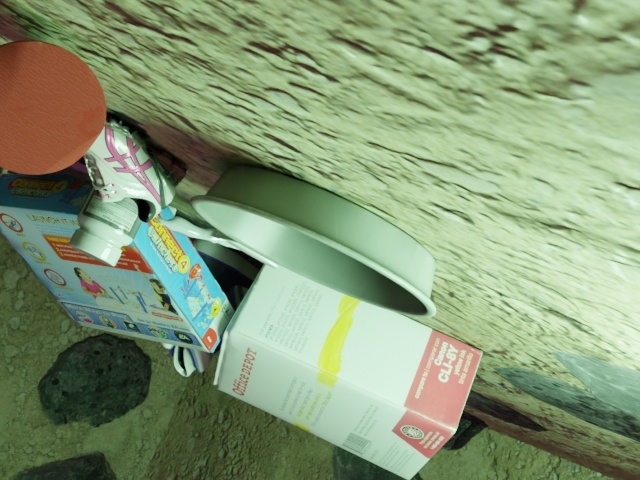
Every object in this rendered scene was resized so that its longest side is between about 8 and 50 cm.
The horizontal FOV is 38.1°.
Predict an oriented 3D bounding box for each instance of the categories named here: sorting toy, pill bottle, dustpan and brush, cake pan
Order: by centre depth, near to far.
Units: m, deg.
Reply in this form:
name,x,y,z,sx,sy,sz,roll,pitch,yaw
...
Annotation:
name,x,y,z,sx,sy,sz,roll,pitch,yaw
sorting toy,-0.347,-0.199,0.776,0.366,0.127,0.126,33,-163,-27
cake pan,0.000,0.000,1.016,0.293,0.054,0.293,24,170,4
pill bottle,-0.266,-0.041,1.202,0.078,0.137,0.078,24,171,4
dustpan and brush,-0.117,-0.004,1.261,0.211,0.060,0.147,28,170,-17

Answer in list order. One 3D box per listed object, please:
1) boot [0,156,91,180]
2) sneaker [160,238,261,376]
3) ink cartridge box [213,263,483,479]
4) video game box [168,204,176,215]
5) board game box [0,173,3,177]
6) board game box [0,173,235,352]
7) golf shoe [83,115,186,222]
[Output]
name,x,y,z,sx,sy,sz,roll,pitch,yaw
boot,-0.383,-0.112,1.325,0.137,0.076,0.198,22,172,-14
sneaker,-0.199,0.144,1.723,0.130,0.236,0.323,21,169,23
ink cartridge box,0.034,0.217,1.551,0.385,0.160,0.279,24,150,2
video game box,-0.340,-0.034,1.534,0.187,0.048,0.205,23,153,-4
board game box,-0.501,-0.107,1.576,0.136,0.030,0.260,-17,151,24
board game box,-0.327,0.029,1.441,0.308,0.086,0.302,7,141,32
golf shoe,-0.229,-0.085,1.039,0.067,0.086,0.186,18,167,41
